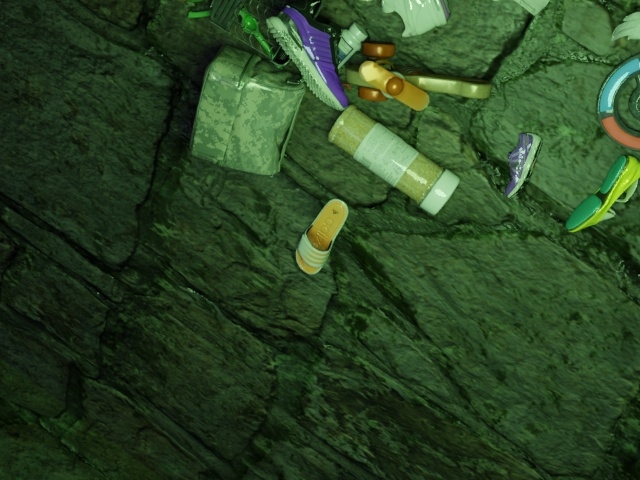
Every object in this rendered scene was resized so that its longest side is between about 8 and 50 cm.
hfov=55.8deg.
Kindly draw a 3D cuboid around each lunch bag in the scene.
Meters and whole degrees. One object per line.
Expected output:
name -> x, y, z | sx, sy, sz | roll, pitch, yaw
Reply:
lunch bag -> -0.194, -0.339, 1.643 | 0.255, 0.213, 0.305 | 20, 123, -5

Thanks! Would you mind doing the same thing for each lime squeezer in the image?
lime squeezer -> -0.225, -0.583, 1.646 | 0.310, 0.059, 0.110 | 32, 118, 5

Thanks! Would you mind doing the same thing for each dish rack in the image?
dish rack -> -0.149, -0.594, 1.563 | 0.271, 0.074, 0.208 | 32, 95, 3

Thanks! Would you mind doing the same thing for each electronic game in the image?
electronic game -> 0.758, -0.317, 1.389 | 0.229, 0.048, 0.230 | 7, 113, 17

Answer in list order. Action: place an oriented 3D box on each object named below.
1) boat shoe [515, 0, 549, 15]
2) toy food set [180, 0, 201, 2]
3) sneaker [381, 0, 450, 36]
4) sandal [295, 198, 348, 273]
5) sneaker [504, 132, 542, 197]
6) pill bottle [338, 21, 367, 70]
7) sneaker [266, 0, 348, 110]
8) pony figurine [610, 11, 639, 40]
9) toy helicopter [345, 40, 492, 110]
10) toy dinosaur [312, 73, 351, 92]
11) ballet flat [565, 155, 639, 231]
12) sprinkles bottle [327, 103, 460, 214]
boat shoe -> 0.402, -0.582, 1.351 | 0.267, 0.096, 0.088 | 12, 133, -24
toy food set -> -0.357, -0.706, 1.647 | 0.217, 0.071, 0.128 | 6, 89, 16
sneaker -> 0.187, -0.631, 1.433 | 0.152, 0.114, 0.305 | -21, 106, 27
sandal -> -0.009, -0.006, 1.784 | 0.101, 0.076, 0.265 | 31, 118, 7
sneaker -> 0.504, -0.191, 1.537 | 0.071, 0.068, 0.170 | 25, 110, 27
pill bottle -> 0.063, -0.502, 1.563 | 0.067, 0.067, 0.120 | 47, 119, -2
sneaker -> 0.008, -0.466, 1.501 | 0.146, 0.102, 0.293 | -41, 116, -4
pony figurine -> 0.801, -0.519, 1.193 | 0.350, 0.303, 0.364 | 6, 98, 9
toy helicopter -> 0.230, -0.385, 1.453 | 0.354, 0.235, 0.140 | 12, 114, 16
toy dinosaur -> 0.040, -0.403, 1.615 | 0.082, 0.090, 0.047 | 12, 136, 50
ballet flat -> 0.706, -0.100, 1.485 | 0.077, 0.077, 0.231 | 26, 117, -9
sprinkles bottle -> 0.192, -0.214, 1.599 | 0.355, 0.121, 0.121 | 36, 118, 4
